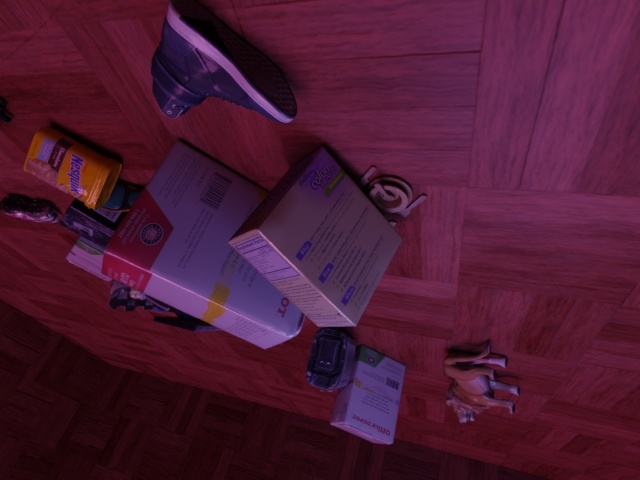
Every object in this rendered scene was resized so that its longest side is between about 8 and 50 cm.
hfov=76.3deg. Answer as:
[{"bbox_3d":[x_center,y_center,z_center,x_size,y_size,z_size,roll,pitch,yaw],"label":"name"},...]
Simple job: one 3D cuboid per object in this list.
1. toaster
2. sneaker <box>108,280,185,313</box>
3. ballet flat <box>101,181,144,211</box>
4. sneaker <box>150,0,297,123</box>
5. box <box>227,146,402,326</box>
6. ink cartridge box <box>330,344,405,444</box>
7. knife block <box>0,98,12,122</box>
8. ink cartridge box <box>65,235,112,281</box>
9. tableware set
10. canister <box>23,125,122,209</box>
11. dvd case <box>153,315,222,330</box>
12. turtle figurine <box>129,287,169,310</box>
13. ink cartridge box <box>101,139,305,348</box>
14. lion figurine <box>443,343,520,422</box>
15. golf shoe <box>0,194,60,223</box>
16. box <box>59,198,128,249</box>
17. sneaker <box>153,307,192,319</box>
[{"bbox_3d":[0.042,0.390,1.371,0.128,0.227,0.146,5,162,22],"label":"toaster"},{"bbox_3d":[-0.553,0.166,1.430,0.330,0.146,0.123,11,127,-29],"label":"sneaker"},{"bbox_3d":[-0.472,-0.097,1.021,0.231,0.080,0.073,12,166,14],"label":"ballet flat"},{"bbox_3d":[-0.158,-0.230,0.636,0.226,0.086,0.163,39,132,-13],"label":"sneaker"},{"bbox_3d":[0.000,0.000,0.745,0.243,0.214,0.117,46,147,-20],"label":"box"},{"bbox_3d":[0.172,0.548,1.451,0.201,0.279,0.117,29,146,-15],"label":"ink cartridge box"},{"bbox_3d":[-0.807,-0.325,0.837,0.275,0.088,0.242,27,146,-13],"label":"knife block"},{"bbox_3d":[-0.704,0.038,1.315,0.160,0.093,0.219,37,143,-25],"label":"ink cartridge box"},{"bbox_3d":[0.106,-0.057,0.815,0.128,0.039,0.194,26,147,-11],"label":"tableware set"},{"bbox_3d":[-0.565,-0.165,0.931,0.169,0.073,0.126,30,109,-11],"label":"canister"},{"bbox_3d":[-0.518,0.333,1.630,0.180,0.022,0.253,10,171,14],"label":"dvd case"},{"bbox_3d":[-0.473,0.119,1.226,0.274,0.198,0.266,32,149,-14],"label":"turtle figurine"},{"bbox_3d":[-0.204,0.022,0.866,0.384,0.280,0.160,30,146,-16],"label":"ink cartridge box"},{"bbox_3d":[0.479,0.443,1.304,0.240,0.142,0.393,-1,129,41],"label":"lion figurine"},{"bbox_3d":[-0.899,-0.087,1.254,0.185,0.068,0.086,12,148,11],"label":"golf shoe"},{"bbox_3d":[-0.606,-0.060,1.123,0.156,0.093,0.158,37,144,-26],"label":"box"},{"bbox_3d":[-0.547,0.237,1.545,0.087,0.084,0.221,-20,148,30],"label":"sneaker"}]
